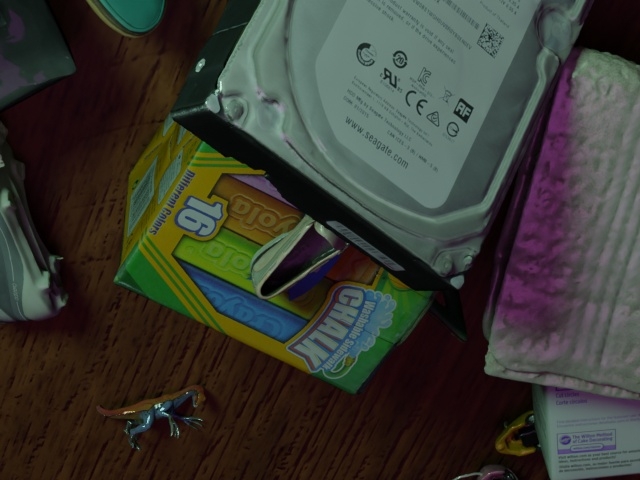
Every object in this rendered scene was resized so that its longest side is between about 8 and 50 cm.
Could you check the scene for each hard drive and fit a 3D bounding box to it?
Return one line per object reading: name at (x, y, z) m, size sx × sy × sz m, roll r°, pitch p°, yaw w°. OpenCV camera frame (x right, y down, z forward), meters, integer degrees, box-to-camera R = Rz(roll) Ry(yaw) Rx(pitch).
hard drive at (0.070, -0.165, 1.030) m, size 0.237 × 0.064 × 0.339 m, roll 36°, pitch 69°, yaw -26°

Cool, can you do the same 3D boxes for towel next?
towel at (0.241, -0.005, 1.155) m, size 0.187 × 0.049 × 0.282 m, roll 11°, pitch 113°, yaw -7°

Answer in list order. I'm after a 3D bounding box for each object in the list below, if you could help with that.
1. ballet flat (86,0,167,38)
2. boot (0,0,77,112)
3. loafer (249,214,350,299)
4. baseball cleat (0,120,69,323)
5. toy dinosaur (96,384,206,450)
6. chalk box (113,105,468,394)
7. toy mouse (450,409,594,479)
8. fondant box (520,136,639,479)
ballet flat at (-0.185, -0.260, 1.097) m, size 0.080 × 0.073 × 0.232 m, roll -37°, pitch 120°, yaw -25°
boot at (-0.427, -0.250, 1.061) m, size 0.367 × 0.146 × 0.445 m, roll -17°, pitch 124°, yaw 10°
loafer at (0.000, 0.000, 1.062) m, size 0.125 × 0.039 × 0.045 m, roll -39°, pitch 113°, yaw 19°
baseball cleat at (-0.288, -0.012, 1.235) m, size 0.109 × 0.072 × 0.206 m, roll -11°, pitch 117°, yaw 12°
toy dinosaur at (-0.148, 0.156, 1.358) m, size 0.090 × 0.047 × 0.082 m, roll 39°, pitch 94°, yaw -11°
chalk box at (0.006, -0.015, 1.182) m, size 0.289 × 0.180 × 0.179 m, roll 26°, pitch 117°, yaw -17°
toy mouse at (0.208, 0.224, 1.411) m, size 0.161 × 0.031 × 0.143 m, roll -23°, pitch 118°, yaw 9°
fondant box at (0.300, 0.036, 1.252) m, size 0.238 × 0.096 × 0.330 m, roll -6°, pitch 116°, yaw 1°
